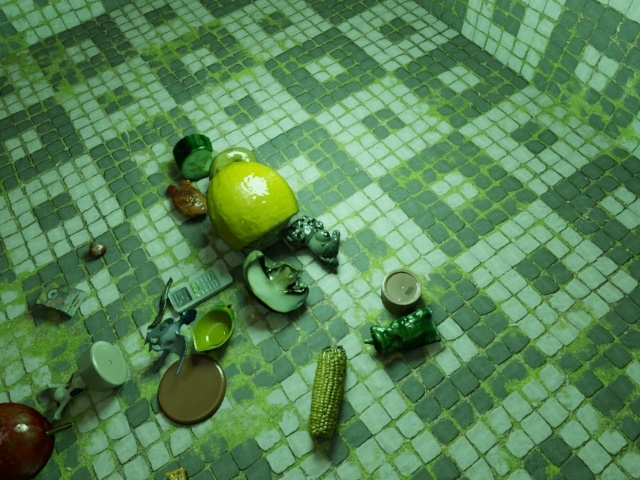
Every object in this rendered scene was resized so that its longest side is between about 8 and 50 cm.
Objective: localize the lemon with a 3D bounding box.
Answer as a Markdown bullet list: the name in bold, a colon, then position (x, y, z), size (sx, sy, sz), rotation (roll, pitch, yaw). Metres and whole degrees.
- **lemon**: position (-0.283, -0.156, 1.819), size (0.363, 0.364, 0.365), rotation (-2, 60, 3)

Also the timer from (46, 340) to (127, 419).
- **timer**: position (-0.851, 0.501, 1.645), size (0.266, 0.175, 0.175), rotation (-33, 62, 4)

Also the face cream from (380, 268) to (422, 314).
- **face cream**: position (0.304, 0.194, 1.749), size (0.149, 0.104, 0.149), rotation (-2, 60, 3)

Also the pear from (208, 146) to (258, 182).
- **pear**: position (-0.380, -0.293, 2.025), size (0.228, 0.211, 0.188), rotation (-31, 81, -27)

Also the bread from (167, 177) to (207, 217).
- **bread**: position (-0.588, -0.194, 2.040), size (0.139, 0.095, 0.269), rotation (-28, 58, -20)

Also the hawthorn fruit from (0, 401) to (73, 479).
- **hawthorn fruit**: position (-1.000, 0.651, 1.492), size (0.368, 0.285, 0.285), rotation (-14, 60, -14)

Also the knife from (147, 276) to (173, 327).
- **knife**: position (-0.623, 0.245, 1.830), size (0.045, 0.021, 0.222), rotation (8, 62, 12)

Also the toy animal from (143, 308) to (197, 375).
- **toy animal**: position (-0.545, 0.365, 1.688), size (0.176, 0.256, 0.239), rotation (0, 29, -38)

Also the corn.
- **corn**: position (0.024, 0.510, 1.586), size (0.115, 0.115, 0.318), rotation (7, 61, 8)

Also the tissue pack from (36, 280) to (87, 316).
- **tissue pack**: position (-1.030, 0.231, 1.843), size (0.148, 0.060, 0.109), rotation (15, 63, 10)

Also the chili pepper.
- **chili pepper**: position (0.287, 0.337, 1.677), size (0.270, 0.099, 0.136), rotation (-14, 85, -11)

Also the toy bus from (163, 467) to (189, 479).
- **toy bus**: position (-0.445, 0.815, 1.464), size (0.074, 0.070, 0.162), rotation (-18, 59, -9)

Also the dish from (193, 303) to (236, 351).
- **dish**: position (-0.386, 0.336, 1.730), size (0.148, 0.080, 0.208), rotation (29, 67, 23)

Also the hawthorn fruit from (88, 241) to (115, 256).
- **hawthorn fruit**: position (-0.922, 0.042, 1.948), size (0.103, 0.067, 0.067), rotation (8, 60, -10)

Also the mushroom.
- **mushroom**: position (-0.188, 0.159, 1.774), size (0.266, 0.164, 0.190), rotation (25, 87, -20)

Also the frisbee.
- **frisbee**: position (-0.462, 0.530, 1.658), size (0.250, 0.021, 0.251), rotation (-2, 59, 4)

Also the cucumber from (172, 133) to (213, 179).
- **cucumber**: position (-0.569, -0.382, 2.087), size (0.191, 0.191, 0.130), rotation (-26, 62, -11)

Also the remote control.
- **remote control**: position (-0.476, 0.191, 1.844), size (0.250, 0.034, 0.103), rotation (-30, 63, -12)

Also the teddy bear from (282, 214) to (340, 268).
- **teddy bear**: position (-0.006, -0.014, 1.872), size (0.250, 0.144, 0.171), rotation (24, 50, 13)
